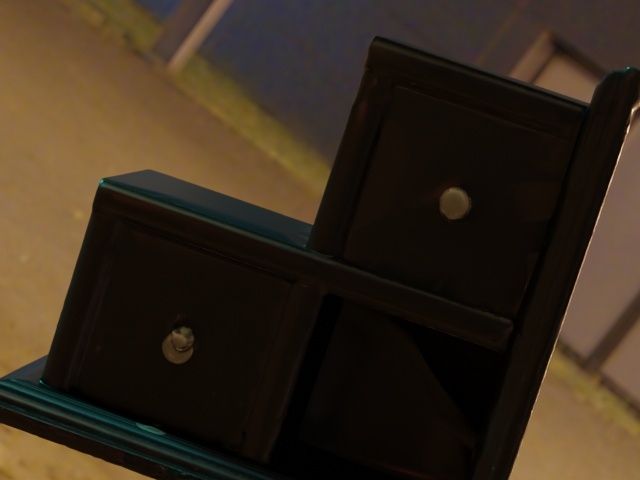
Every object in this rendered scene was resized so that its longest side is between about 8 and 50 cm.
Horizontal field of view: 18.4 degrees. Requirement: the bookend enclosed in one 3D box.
[{"bbox_3d":[0.000,0.000,0.592,0.156,0.157,0.072,20,7,7],"label":"bookend"}]
